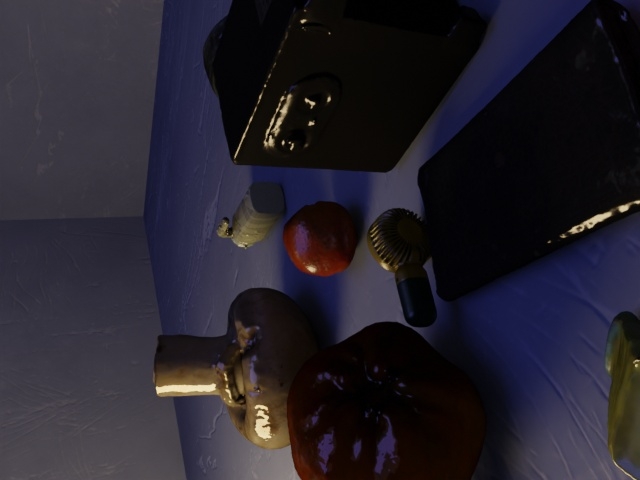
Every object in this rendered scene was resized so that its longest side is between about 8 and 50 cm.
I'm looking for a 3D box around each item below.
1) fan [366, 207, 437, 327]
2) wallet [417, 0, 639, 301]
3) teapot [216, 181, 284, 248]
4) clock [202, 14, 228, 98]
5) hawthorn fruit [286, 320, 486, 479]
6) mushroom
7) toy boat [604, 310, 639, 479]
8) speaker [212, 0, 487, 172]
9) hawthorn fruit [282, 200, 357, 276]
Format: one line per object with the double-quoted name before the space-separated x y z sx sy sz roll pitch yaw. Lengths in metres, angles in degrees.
"fan" 0.107 0.030 0.728 0.039 0.082 0.155 127 139 -50
"wallet" 0.189 -0.061 0.587 0.321 0.044 0.171 132 131 -63
"teapot" -0.156 -0.048 1.306 0.200 0.107 0.077 132 128 -59
"clock" -0.060 -0.266 0.912 0.226 0.225 0.049 127 134 -56
"hawthorn fruit" 0.074 0.224 0.704 0.261 0.223 0.224 81 169 -51
"mushroom" -0.148 0.233 1.089 0.292 0.289 0.293 178 90 -71
"toy boat" 0.269 0.130 0.370 0.276 0.084 0.111 -145 54 -60
"speaker" 0.023 -0.222 0.718 0.254 0.231 0.184 -55 44 48
"hawthorn fruit" 0.000 0.000 0.948 0.128 0.127 0.128 177 90 -67
